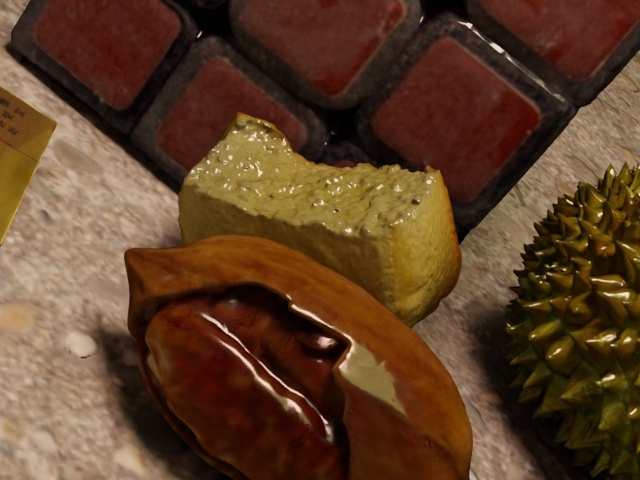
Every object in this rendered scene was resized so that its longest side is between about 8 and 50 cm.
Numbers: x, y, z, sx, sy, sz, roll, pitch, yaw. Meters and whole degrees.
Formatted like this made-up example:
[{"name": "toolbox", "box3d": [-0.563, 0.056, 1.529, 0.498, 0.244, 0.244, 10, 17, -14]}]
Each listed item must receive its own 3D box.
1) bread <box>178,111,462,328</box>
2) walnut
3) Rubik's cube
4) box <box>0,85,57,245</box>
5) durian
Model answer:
[{"name": "bread", "box3d": [-0.003, 0.008, 0.781, 0.156, 0.125, 0.086, 16, 31, 19]}, {"name": "walnut", "box3d": [-0.014, 0.068, 0.695, 0.207, 0.116, 0.116, 39, 28, 0]}, {"name": "Rubik's cube", "box3d": [0.042, -0.181, 0.919, 0.304, 0.305, 0.301, 41, 28, -2]}, {"name": "box", "box3d": [-0.193, -0.049, 0.736, 0.090, 0.023, 0.133, 31, 29, -15]}, {"name": "durian", "box3d": [0.245, 0.073, 0.909, 0.291, 0.224, 0.291, 24, -5, 2]}]
